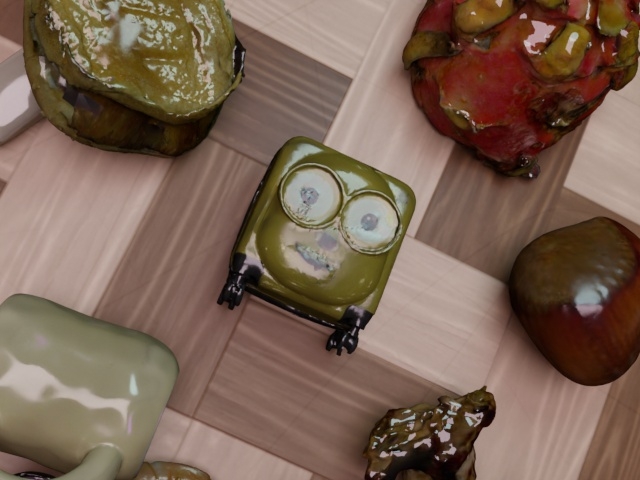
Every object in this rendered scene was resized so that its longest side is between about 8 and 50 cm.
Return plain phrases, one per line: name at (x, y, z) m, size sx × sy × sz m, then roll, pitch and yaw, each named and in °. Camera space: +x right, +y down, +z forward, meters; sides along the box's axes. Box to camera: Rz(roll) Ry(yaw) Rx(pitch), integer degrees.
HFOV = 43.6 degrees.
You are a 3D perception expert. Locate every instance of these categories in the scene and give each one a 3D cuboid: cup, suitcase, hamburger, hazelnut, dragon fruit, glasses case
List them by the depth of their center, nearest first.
cup at (-0.271, 0.169, 0.848) m, size 0.202 × 0.255 × 0.173 m, roll 22°, pitch 91°, yaw -6°
hamburger at (-0.224, -0.243, 0.962) m, size 0.266 × 0.134 × 0.284 m, roll 8°, pitch 73°, yaw -30°
suitcase at (0.000, 0.000, 0.983) m, size 0.194 × 0.143 × 0.234 m, roll 24°, pitch 77°, yaw -6°
glasses case at (-0.353, -0.199, 0.995) m, size 0.204 × 0.051 × 0.081 m, roll -40°, pitch 96°, yaw -16°
dragon fruit at (0.262, -0.271, 1.015) m, size 0.314 × 0.263 × 0.296 m, roll 43°, pitch 77°, yaw -2°
hazelnut at (0.333, 0.076, 1.026) m, size 0.186 × 0.210 × 0.210 m, roll 22°, pitch 76°, yaw 18°

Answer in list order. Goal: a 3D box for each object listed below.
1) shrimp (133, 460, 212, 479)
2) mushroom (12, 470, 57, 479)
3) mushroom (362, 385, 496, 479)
shrimp at (-0.149, 0.344, 0.945) m, size 0.267 × 0.061 × 0.145 m, roll 13°, pitch 71°, yaw -7°
mushroom at (-0.335, 0.344, 0.878) m, size 0.141 × 0.117 × 0.188 m, roll 25°, pitch 79°, yaw -18°
mushroom at (0.143, 0.411, 0.922) m, size 0.331 × 0.356 × 0.334 m, roll -22°, pitch 127°, yaw -21°
